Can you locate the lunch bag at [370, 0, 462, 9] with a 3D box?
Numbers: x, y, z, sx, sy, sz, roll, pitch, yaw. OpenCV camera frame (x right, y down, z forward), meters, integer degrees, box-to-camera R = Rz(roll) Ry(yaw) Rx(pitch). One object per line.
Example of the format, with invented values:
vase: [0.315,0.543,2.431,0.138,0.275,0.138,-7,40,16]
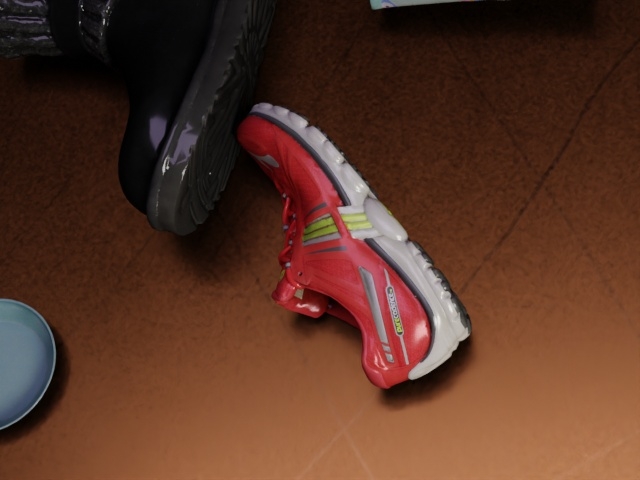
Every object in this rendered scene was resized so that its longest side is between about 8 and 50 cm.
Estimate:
lunch bag: [0.154,-0.345,1.071,0.224,0.160,0.262,2,54,15]

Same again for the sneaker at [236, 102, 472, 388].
sneaker: [0.000,0.000,0.968,0.118,0.107,0.279,-38,63,-1]

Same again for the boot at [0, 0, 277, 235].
boot: [-0.189,-0.168,1.059,0.260,0.131,0.348,8,56,7]

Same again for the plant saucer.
plant saucer: [-0.277,0.108,1.012,0.119,0.021,0.119,-4,65,9]
